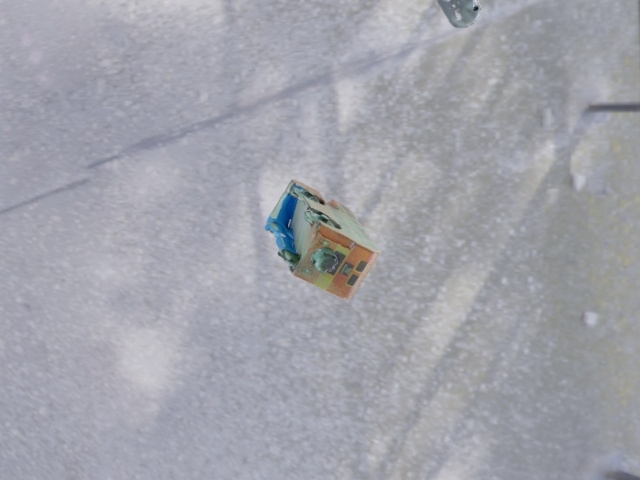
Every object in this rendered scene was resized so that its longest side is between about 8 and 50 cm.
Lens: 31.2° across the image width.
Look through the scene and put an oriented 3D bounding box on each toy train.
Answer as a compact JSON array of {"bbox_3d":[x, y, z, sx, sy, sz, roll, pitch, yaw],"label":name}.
[{"bbox_3d":[0.000,0.000,1.292,0.099,0.188,0.072,30,102,-23],"label":"toy train"}]

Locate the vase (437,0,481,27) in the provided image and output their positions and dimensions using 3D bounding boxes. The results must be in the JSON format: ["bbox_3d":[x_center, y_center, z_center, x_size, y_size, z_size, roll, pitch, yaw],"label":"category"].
[{"bbox_3d":[0.087,-0.284,1.007,0.060,0.060,0.211,-33,105,-24],"label":"vase"}]
